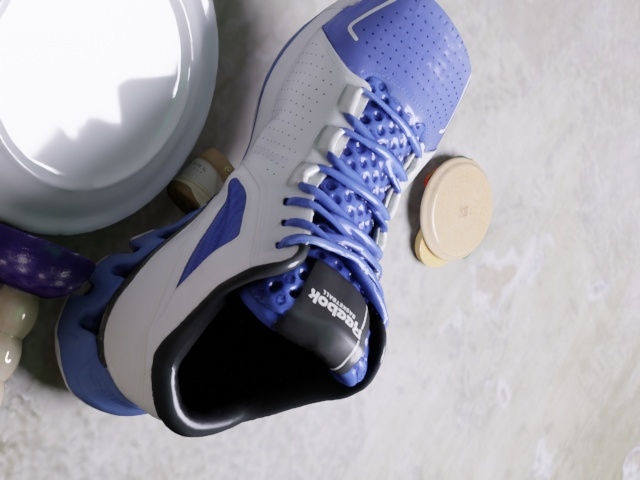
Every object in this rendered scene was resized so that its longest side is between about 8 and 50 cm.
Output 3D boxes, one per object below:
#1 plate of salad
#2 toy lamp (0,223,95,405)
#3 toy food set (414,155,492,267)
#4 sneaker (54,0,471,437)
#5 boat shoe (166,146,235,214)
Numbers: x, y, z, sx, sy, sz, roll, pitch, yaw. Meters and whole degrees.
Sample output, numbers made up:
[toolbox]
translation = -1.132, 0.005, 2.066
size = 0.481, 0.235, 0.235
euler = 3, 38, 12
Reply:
[plate of salad]
translation = -0.142, -0.102, 0.775
size = 0.199, 0.048, 0.200
euler = -15, 112, -41
[toy lamp]
translation = -0.206, 0.127, 0.744
size = 0.080, 0.080, 0.275
euler = 26, 80, -43
[toy food set]
translation = 0.103, -0.023, 1.039
size = 0.082, 0.020, 0.083
euler = -20, 111, -39
[sneaker]
translation = -0.001, 0.001, 0.778
size = 0.315, 0.182, 0.127
euler = -49, 120, -10
[boat shoe]
translation = -0.042, -0.008, 0.888
size = 0.045, 0.050, 0.135
euler = -54, 129, -14
